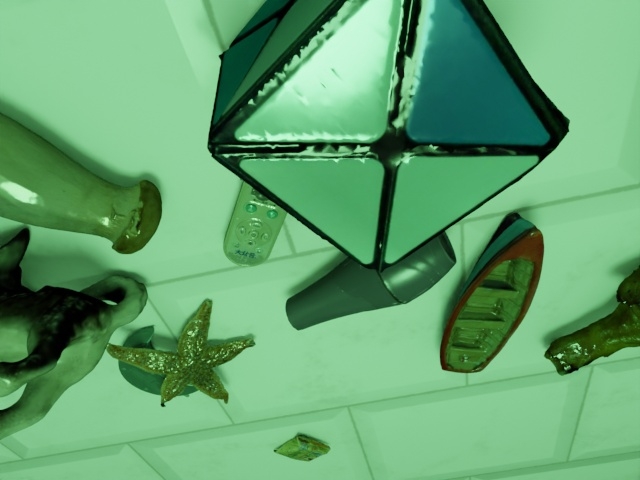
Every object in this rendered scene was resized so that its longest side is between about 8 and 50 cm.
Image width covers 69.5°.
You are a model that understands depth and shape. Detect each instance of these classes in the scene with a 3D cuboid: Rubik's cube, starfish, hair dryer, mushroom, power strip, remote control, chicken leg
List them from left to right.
[{"bbox_3d":[-0.383,-0.085,0.603,0.350,0.128,0.128,24,124,-25],"label":"mushroom"},{"bbox_3d":[-0.323,0.265,0.945,0.137,0.044,0.216,-24,126,15],"label":"power strip"},{"bbox_3d":[-0.249,0.218,0.887,0.295,0.048,0.231,37,97,-32],"label":"starfish"},{"bbox_3d":[-0.091,-0.047,0.704,0.078,0.042,0.221,15,126,-15],"label":"remote control"},{"bbox_3d":[0.000,0.000,0.695,0.301,0.121,0.361,-28,129,25],"label":"hair dryer"},{"bbox_3d":[0.055,-0.159,0.488,0.246,0.248,0.250,-39,123,24],"label":"Rubik's cube"},{"bbox_3d":[0.576,0.140,0.839,0.361,0.140,0.211,-37,131,20],"label":"chicken leg"}]

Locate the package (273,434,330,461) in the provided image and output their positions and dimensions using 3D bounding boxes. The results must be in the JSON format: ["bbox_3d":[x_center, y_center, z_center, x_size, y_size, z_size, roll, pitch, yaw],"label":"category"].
[{"bbox_3d":[-0.047,0.547,1.207,0.108,0.031,0.120,30,127,-25],"label":"package"}]

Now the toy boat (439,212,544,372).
[{"bbox_3d":[0.304,0.110,0.836,0.136,0.079,0.392,3,130,-3],"label":"toy boat"}]

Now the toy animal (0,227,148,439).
[{"bbox_3d":[-0.470,0.105,0.703,0.344,0.303,0.194,23,123,8],"label":"toy animal"}]
